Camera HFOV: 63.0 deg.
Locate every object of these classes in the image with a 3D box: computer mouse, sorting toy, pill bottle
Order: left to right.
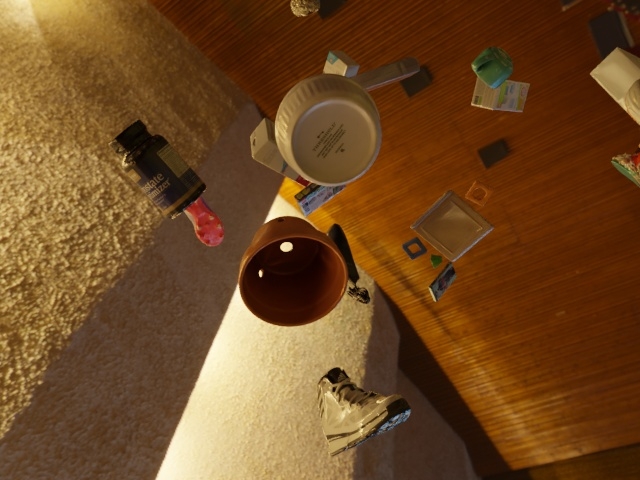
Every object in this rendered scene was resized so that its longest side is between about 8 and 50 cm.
[{"bbox_3d":[-0.384,-0.169,1.230,0.219,0.122,0.123,50,-152,-18],"label":"pill bottle"},{"bbox_3d":[0.069,0.081,1.670,0.188,0.072,0.272,179,70,-81],"label":"computer mouse"},{"bbox_3d":[0.414,-0.049,1.641,0.196,0.348,0.047,37,-148,-9],"label":"sorting toy"}]

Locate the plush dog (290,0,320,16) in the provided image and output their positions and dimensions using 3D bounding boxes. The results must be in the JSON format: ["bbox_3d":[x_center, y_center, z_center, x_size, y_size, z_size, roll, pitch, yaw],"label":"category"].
[{"bbox_3d":[0.003,-0.824,1.530,0.211,0.262,0.225,57,161,-7],"label":"plush dog"}]

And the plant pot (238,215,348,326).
[{"bbox_3d":[-0.084,0.064,1.447,0.291,0.290,0.203,50,-170,-28],"label":"plant pot"}]

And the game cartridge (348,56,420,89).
[{"bbox_3d":[0.157,-0.506,1.658,0.198,0.297,0.062,-97,-11,-83],"label":"game cartridge"}]

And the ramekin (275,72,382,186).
[{"bbox_3d":[0.026,-0.256,1.270,0.273,0.272,0.127,51,-170,-26],"label":"ramekin"}]

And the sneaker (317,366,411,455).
[{"bbox_3d":[0.099,0.519,1.688,0.169,0.447,0.258,-9,-116,-34],"label":"sneaker"}]

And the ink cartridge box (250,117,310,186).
[{"bbox_3d":[-0.097,-0.241,1.428,0.175,0.072,0.127,26,-148,-30],"label":"ink cartridge box"}]

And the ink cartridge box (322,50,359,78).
[{"bbox_3d":[0.056,-0.554,1.821,0.060,0.180,0.104,-18,-125,-37],"label":"ink cartridge box"}]

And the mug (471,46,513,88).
[{"bbox_3d":[0.604,-0.605,1.814,0.129,0.097,0.158,42,-142,-5],"label":"mug"}]

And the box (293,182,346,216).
[{"bbox_3d":[0.001,-0.189,2.017,0.036,0.207,0.114,47,169,32],"label":"box"}]

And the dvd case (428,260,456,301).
[{"bbox_3d":[0.410,0.138,1.747,0.013,0.119,0.087,30,159,42],"label":"dvd case"}]

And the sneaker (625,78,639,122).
[{"bbox_3d":[0.625,-0.219,0.863,0.121,0.099,0.262,95,162,-44],"label":"sneaker"}]

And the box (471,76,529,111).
[{"bbox_3d":[0.689,-0.559,1.994,0.203,0.103,0.114,-6,-66,-38],"label":"box"}]

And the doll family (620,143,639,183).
[{"bbox_3d":[0.712,-0.189,0.970,0.163,0.262,0.118,-56,-39,-51],"label":"doll family"}]

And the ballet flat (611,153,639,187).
[{"bbox_3d":[0.776,-0.151,1.221,0.091,0.077,0.241,38,-156,-23],"label":"ballet flat"}]

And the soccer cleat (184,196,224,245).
[{"bbox_3d":[-0.346,-0.083,1.478,0.095,0.083,0.248,59,178,44],"label":"soccer cleat"}]

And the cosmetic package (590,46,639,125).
[{"bbox_3d":[0.921,-0.364,1.406,0.377,0.097,0.284,-7,-124,-43],"label":"cosmetic package"}]

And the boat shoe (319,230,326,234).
[{"bbox_3d":[0.000,0.000,1.886,0.170,0.059,0.063,16,-96,-26],"label":"boat shoe"}]
